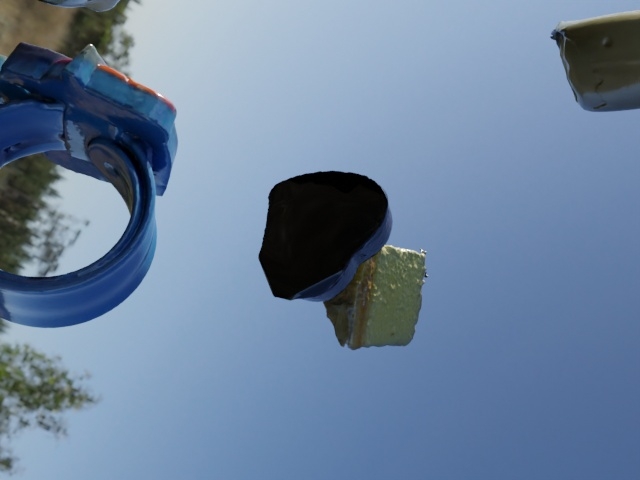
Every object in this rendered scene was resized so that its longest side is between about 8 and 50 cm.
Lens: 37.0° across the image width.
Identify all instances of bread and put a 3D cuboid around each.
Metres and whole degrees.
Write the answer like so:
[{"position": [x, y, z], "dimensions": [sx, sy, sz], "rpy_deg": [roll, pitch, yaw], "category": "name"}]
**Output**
[{"position": [0.051, 0.064, 1.187], "dimensions": [0.127, 0.147, 0.152], "rpy_deg": [-10, -105, 39], "category": "bread"}]

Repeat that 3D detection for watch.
[{"position": [-0.324, -0.064, 1.049], "dimensions": [0.241, 0.305, 0.274], "rpy_deg": [109, 0, -67], "category": "watch"}]

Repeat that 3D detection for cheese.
[{"position": [0.327, -0.173, 0.905], "dimensions": [0.175, 0.203, 0.091], "rpy_deg": [-68, 154, -78], "category": "cheese"}]

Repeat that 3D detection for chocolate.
[{"position": [0.000, 0.000, 0.962], "dimensions": [0.125, 0.080, 0.148], "rpy_deg": [35, -97, 30], "category": "chocolate"}]

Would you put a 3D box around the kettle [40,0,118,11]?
[{"position": [-0.168, -0.412, 0.851], "dimensions": [0.377, 0.361, 0.250], "rpy_deg": [-12, -141, 32], "category": "kettle"}]
